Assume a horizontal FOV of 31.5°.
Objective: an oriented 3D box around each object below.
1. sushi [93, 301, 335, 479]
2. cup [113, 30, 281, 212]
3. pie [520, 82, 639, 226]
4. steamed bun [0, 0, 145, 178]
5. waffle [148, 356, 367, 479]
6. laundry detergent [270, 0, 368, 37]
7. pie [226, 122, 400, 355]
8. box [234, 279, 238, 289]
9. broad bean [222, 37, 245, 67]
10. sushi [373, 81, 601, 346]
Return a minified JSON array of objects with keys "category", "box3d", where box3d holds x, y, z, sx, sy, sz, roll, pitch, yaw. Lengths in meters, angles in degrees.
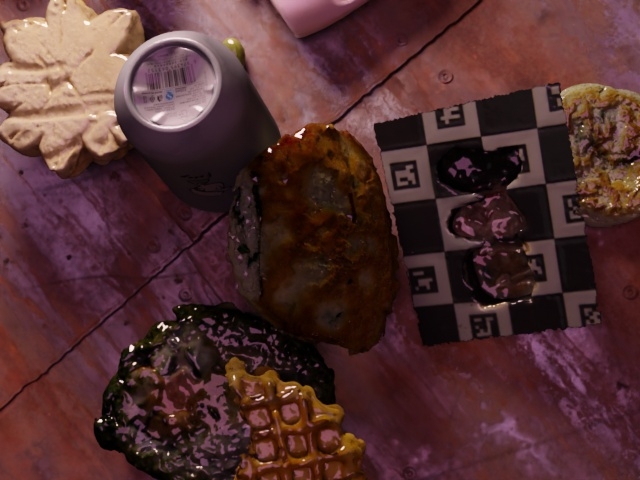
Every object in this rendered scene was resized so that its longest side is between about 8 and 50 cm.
[{"category":"sushi","box3d":[-0.146,0.247,1.760,0.351,0.178,0.294,21,88,5]},{"category":"cup","box3d":[-0.184,-0.177,1.705,0.205,0.312,0.206,-2,77,8]},{"category":"pie","box3d":[0.436,-0.133,1.781,0.240,0.054,0.241,0,87,4]},{"category":"steamed bun","box3d":[-0.387,-0.253,1.830,0.295,0.137,0.292,35,92,12]},{"category":"waffle","box3d":[-0.097,0.345,1.592,0.261,0.151,0.324,37,87,6]},{"category":"laundry detergent","box3d":[0.064,-0.469,1.817,0.335,0.088,0.159,-33,86,3]},{"category":"pie","box3d":[0.000,0.000,1.721,0.288,0.103,0.355,-2,86,-39]},{"category":"box","box3d":[-0.079,0.060,1.831,0.117,0.036,0.051,3,88,6]},{"category":"broad bean","box3d":[-0.153,-0.290,1.853,0.063,0.045,0.083,33,98,7]},{"category":"sushi","box3d":[0.272,-0.040,1.777,0.296,0.100,0.373,-10,99,21]}]
